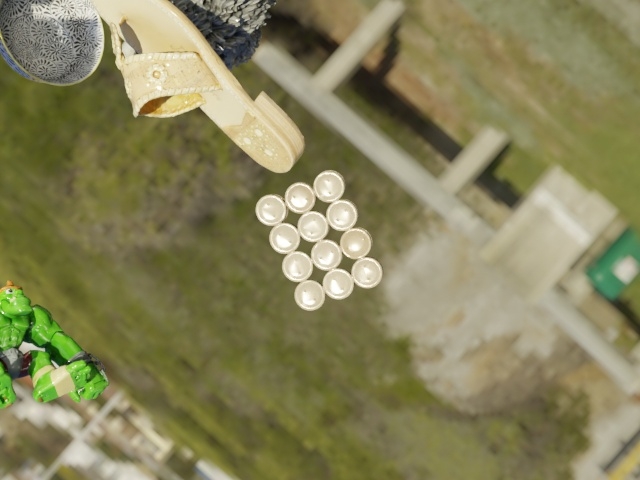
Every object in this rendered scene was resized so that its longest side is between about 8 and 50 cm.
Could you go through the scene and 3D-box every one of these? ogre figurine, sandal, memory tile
[{"bbox_3d":[-0.315,0.110,1.755,0.197,0.097,0.118,-12,-129,-33],"label":"ogre figurine"},{"bbox_3d":[-0.125,-0.129,1.496,0.240,0.079,0.088,40,150,-5],"label":"sandal"},{"bbox_3d":[0.000,0.000,2.034,0.012,0.113,0.148,-41,-72,-78],"label":"memory tile"}]

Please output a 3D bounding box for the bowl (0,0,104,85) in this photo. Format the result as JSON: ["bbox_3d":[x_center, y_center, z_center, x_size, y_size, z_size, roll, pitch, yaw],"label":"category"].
[{"bbox_3d":[-0.394,-0.286,2.437,0.170,0.170,0.080,42,145,-23],"label":"bowl"}]

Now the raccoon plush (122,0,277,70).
[{"bbox_3d":[-0.044,-0.263,1.484,0.216,0.299,0.446,-3,-165,-29],"label":"raccoon plush"}]
